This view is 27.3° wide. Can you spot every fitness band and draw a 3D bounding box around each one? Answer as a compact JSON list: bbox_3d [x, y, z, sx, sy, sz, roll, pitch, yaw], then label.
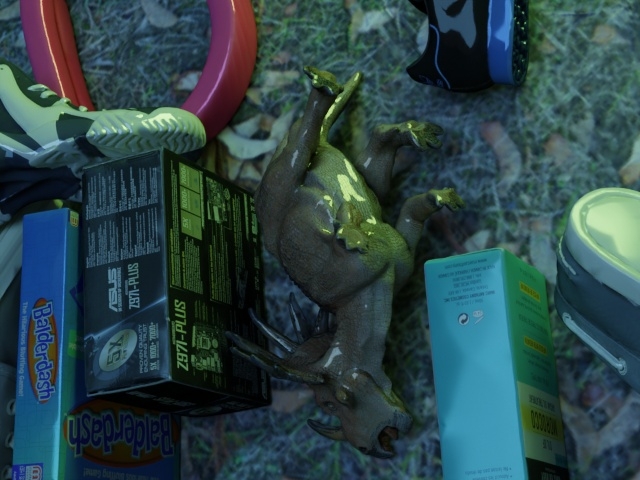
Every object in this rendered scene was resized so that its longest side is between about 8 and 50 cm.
[{"bbox_3d":[-0.166,-0.204,1.174,0.209,0.054,0.291,-26,67,20],"label":"fitness band"}]

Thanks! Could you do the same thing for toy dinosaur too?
[{"bbox_3d":[0.000,0.000,1.000,0.200,0.127,0.296,-51,41,40],"label":"toy dinosaur"}]

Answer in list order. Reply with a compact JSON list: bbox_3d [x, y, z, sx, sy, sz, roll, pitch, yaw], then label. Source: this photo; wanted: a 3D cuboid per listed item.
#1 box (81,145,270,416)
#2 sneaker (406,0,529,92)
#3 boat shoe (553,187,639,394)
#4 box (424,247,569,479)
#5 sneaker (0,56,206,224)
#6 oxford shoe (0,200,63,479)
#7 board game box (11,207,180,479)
[{"bbox_3d":[-0.111,0.038,1.026,0.077,0.147,0.180,-12,72,25],"label":"box"},{"bbox_3d":[0.114,-0.228,1.014,0.090,0.081,0.232,1,78,21],"label":"sneaker"},{"bbox_3d":[0.280,0.094,0.852,0.319,0.116,0.099,41,141,23],"label":"boat shoe"},{"bbox_3d":[0.126,0.135,0.901,0.060,0.100,0.244,-12,72,24],"label":"box"},{"bbox_3d":[-0.221,-0.102,1.097,0.235,0.094,0.153,-18,54,1],"label":"sneaker"},{"bbox_3d":[-0.306,0.171,1.117,0.130,0.169,0.449,24,78,-13],"label":"oxford shoe"},{"bbox_3d":[-0.171,0.096,1.036,0.047,0.160,0.210,-8,74,26],"label":"board game box"}]
